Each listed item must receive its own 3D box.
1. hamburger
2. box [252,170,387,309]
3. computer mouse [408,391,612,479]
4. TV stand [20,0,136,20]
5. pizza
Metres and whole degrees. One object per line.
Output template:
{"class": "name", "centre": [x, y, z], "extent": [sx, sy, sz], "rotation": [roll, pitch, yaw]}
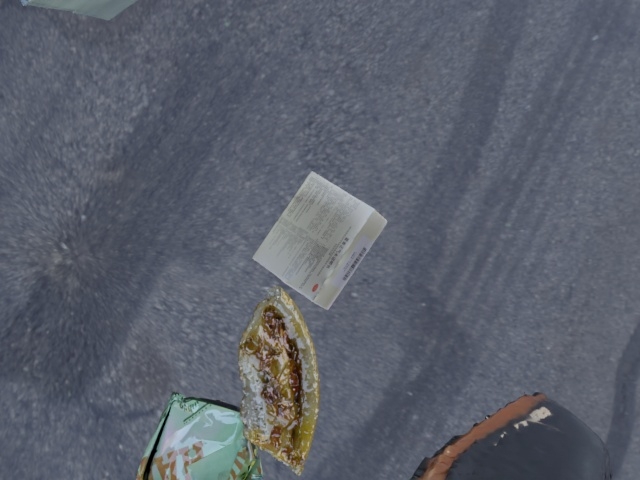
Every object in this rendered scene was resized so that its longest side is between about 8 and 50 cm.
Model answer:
{"class": "hamburger", "centre": [-0.180, 0.375, 1.276], "extent": [0.235, 0.125, 0.214], "rotation": [11, 76, 12]}
{"class": "box", "centre": [0.000, 0.000, 1.502], "extent": [0.168, 0.095, 0.212], "rotation": [34, 89, 28]}
{"class": "computer mouse", "centre": [0.070, 0.186, 0.360], "extent": [0.116, 0.323, 0.183], "rotation": [9, 100, 23]}
{"class": "TV stand", "centre": [-0.198, -0.247, 0.649], "extent": [0.088, 0.269, 0.083], "rotation": [-34, 102, 5]}
{"class": "pizza", "centre": [-0.055, 0.197, 1.064], "extent": [0.134, 0.056, 0.271], "rotation": [0, 93, -50]}
